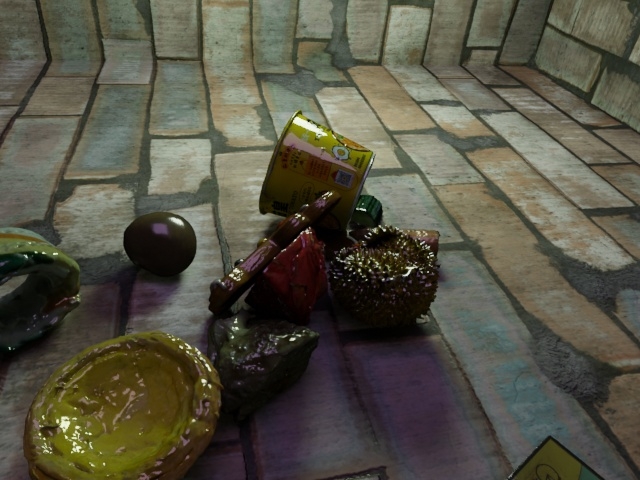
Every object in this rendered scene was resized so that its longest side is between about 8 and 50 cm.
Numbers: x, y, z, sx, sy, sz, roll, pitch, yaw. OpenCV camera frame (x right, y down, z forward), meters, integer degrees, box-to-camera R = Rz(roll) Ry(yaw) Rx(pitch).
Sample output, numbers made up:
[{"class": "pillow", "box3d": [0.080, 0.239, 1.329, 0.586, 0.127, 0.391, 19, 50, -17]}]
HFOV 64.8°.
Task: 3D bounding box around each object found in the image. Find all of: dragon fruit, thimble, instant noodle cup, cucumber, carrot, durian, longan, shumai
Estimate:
[{"class": "dragon fruit", "box3d": [-0.043, 0.091, 1.167, 0.152, 0.317, 0.205, 42, 69, 1]}, {"class": "thimble", "box3d": [-0.671, 0.107, 1.086, 0.167, 0.254, 0.288, 30, 16, 24]}, {"class": "instant noodle cup", "box3d": [-0.002, -0.180, 1.457, 0.254, 0.326, 0.326, 22, 38, 3]}, {"class": "cucumber", "box3d": [0.140, -0.097, 1.623, 0.116, 0.062, 0.115, 16, 34, 11]}, {"class": "carrot", "box3d": [0.211, -0.001, 1.467, 0.263, 0.102, 0.102, 9, 37, -1]}, {"class": "durian", "box3d": [0.146, 0.096, 1.238, 0.292, 0.258, 0.258, 15, 36, 31]}, {"class": "longan", "box3d": [-0.417, 0.008, 1.323, 0.189, 0.189, 0.189, 4, 37, -3]}, {"class": "shumai", "box3d": [-0.145, 0.224, 1.054, 0.218, 0.189, 0.255, 35, 40, 30]}]

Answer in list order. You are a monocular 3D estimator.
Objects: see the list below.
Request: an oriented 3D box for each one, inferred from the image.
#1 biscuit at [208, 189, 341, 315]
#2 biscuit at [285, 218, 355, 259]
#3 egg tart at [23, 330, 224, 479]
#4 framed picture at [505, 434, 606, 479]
[{"class": "biscuit", "box3d": [-0.112, 0.011, 1.225, 0.064, 0.283, 0.432, 45, 69, 3]}, {"class": "biscuit", "box3d": [0.008, -0.001, 1.489, 0.319, 0.047, 0.183, 28, 44, 27]}, {"class": "egg tart", "box3d": [-0.343, 0.326, 0.917, 0.345, 0.132, 0.345, -3, 41, 2]}, {"class": "framed picture", "box3d": [0.483, 0.525, 0.887, 0.244, 0.013, 0.324, -24, 46, -33]}]
